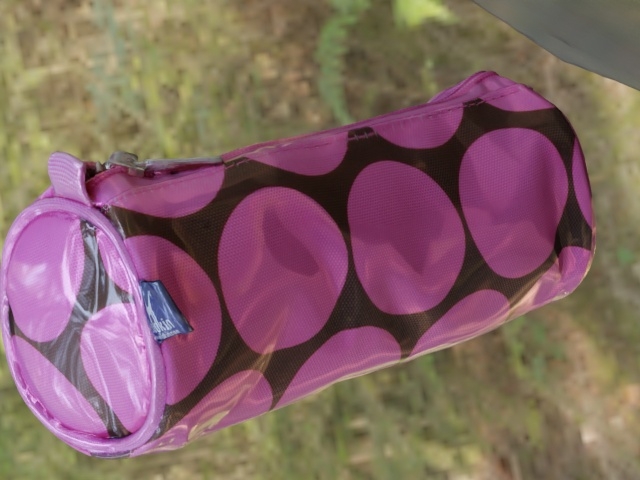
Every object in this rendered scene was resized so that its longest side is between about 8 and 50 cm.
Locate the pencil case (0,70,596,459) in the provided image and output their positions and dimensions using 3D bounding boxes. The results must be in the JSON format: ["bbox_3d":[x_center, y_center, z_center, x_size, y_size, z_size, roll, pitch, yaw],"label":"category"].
[{"bbox_3d":[0.000,0.000,0.620,0.095,0.209,0.098,3,105,47],"label":"pencil case"}]

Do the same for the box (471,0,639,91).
[{"bbox_3d":[0.284,-0.273,0.799,0.480,0.297,0.471,32,94,48],"label":"box"}]
